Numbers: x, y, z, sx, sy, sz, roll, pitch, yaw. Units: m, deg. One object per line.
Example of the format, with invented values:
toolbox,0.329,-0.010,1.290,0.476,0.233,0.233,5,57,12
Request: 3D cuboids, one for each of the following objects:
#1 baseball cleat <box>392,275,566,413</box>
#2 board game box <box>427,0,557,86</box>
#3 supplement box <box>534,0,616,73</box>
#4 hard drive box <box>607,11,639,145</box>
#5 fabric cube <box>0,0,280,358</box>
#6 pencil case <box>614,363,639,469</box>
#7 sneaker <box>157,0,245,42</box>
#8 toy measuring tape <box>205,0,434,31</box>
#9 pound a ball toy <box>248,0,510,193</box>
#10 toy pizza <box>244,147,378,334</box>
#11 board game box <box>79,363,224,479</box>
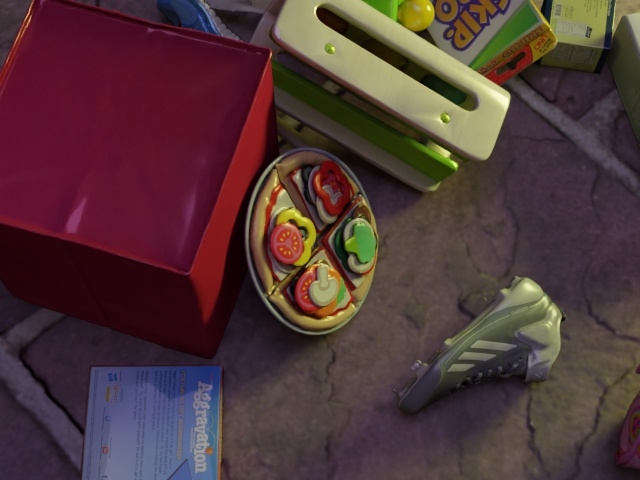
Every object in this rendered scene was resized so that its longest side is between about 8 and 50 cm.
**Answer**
baseball cleat,0.179,0.130,1.112,0.206,0.072,0.109,-43,80,-12
board game box,0.176,-0.307,1.288,0.124,0.039,0.259,-35,70,21
supplement box,0.311,-0.259,1.283,0.083,0.056,0.083,10,68,5
hard drive box,0.462,-0.162,1.224,0.181,0.089,0.232,-11,68,-5
fabric cube,-0.199,-0.060,1.092,0.259,0.258,0.254,16,69,7
pencil case,0.441,0.220,1.046,0.284,0.124,0.124,23,69,11
sneaker,-0.150,-0.243,1.276,0.073,0.063,0.162,-41,72,-12
toy measuring tape,-0.009,-0.298,1.291,0.330,0.121,0.121,13,66,25
pound a ball toy,0.026,-0.183,1.188,0.319,0.208,0.135,29,65,-14
toy pizza,0.000,0.000,1.115,0.032,0.201,0.201,-5,59,43
board game box,-0.175,0.266,1.078,0.145,0.027,0.281,-1,67,2
